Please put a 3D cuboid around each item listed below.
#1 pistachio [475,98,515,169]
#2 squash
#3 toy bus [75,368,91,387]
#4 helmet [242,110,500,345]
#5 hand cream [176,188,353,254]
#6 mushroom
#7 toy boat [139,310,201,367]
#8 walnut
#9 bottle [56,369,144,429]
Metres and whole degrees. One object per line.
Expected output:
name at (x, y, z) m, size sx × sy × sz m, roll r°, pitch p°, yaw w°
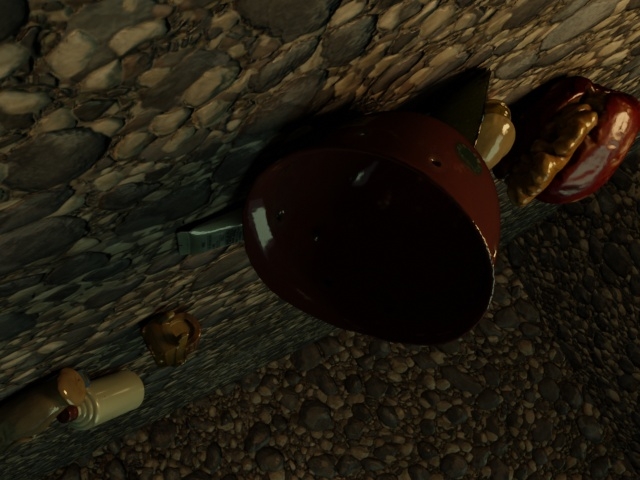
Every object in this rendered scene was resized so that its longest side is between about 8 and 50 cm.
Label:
pistachio at (0.278, -0.182, 1.419) m, size 0.113 × 0.113 × 0.149 m, roll -22°, pitch 150°, yaw -32°
squash at (0.199, -0.180, 1.244) m, size 0.184 × 0.085 × 0.191 m, roll 99°, pitch 7°, yaw -50°
toy bus at (-0.560, 0.329, 1.739) m, size 0.153 × 0.051 × 0.061 m, roll -33°, pitch 174°, yaw 18°
helmet at (0.098, -0.045, 1.146) m, size 0.385 × 0.337 × 0.230 m, roll -19°, pitch -154°, yaw 48°
hand cream at (-0.062, -0.050, 1.281) m, size 0.341 × 0.077 × 0.124 m, roll -18°, pitch 167°, yaw -13°
mushroom at (-0.587, 0.350, 1.658) m, size 0.247 × 0.096 × 0.108 m, roll -38°, pitch 131°, yaw 18°
toy boat at (-0.309, 0.209, 1.722) m, size 0.115 × 0.089 × 0.310 m, roll -29°, pitch 169°, yaw -15°
walnut at (0.457, -0.188, 1.553) m, size 0.244 × 0.222 × 0.269 m, roll -29°, pitch 157°, yaw -46°
bottle at (-0.512, 0.370, 1.871) m, size 0.104 × 0.104 × 0.245 m, roll -33°, pitch 171°, yaw 19°
